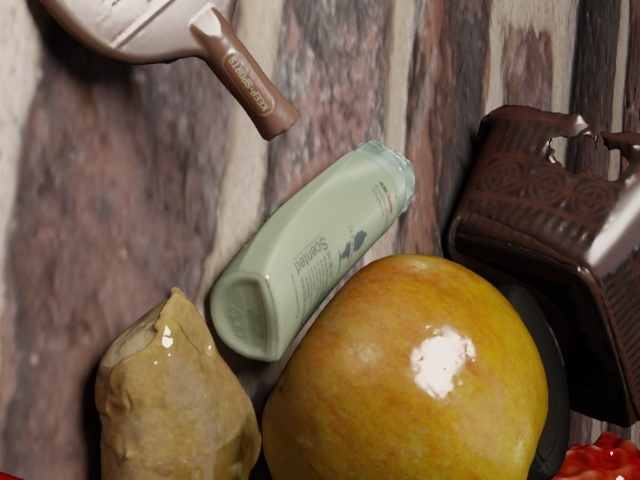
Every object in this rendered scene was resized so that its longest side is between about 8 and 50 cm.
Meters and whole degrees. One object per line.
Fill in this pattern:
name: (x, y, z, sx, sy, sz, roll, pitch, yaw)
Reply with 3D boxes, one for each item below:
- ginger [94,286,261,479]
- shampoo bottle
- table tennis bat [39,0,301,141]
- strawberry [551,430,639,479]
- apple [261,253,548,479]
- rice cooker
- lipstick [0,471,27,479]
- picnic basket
ginger: (-0.073, 0.119, 0.638, 0.095, 0.069, 0.190, 25, 68, -68)
shampoo bottle: (0.000, 0.000, 0.804, 0.212, 0.049, 0.072, -46, 133, -54)
table tennis bat: (-0.093, -0.119, 0.654, 0.107, 0.119, 0.170, -47, 114, -19)
strawberry: (0.223, 0.295, 0.953, 0.336, 0.149, 0.265, -18, 108, -42)
apple: (0.053, 0.105, 0.771, 0.182, 0.155, 0.182, -51, 172, -11)
rice cooker: (0.114, 0.114, 0.952, 0.203, 0.118, 0.142, -42, 114, -59)
lipstick: (-0.153, 0.107, 0.474, 0.280, 0.073, 0.073, 41, 55, -59)
picnic basket: (0.222, 0.039, 1.111, 0.129, 0.223, 0.297, -54, 141, -23)
